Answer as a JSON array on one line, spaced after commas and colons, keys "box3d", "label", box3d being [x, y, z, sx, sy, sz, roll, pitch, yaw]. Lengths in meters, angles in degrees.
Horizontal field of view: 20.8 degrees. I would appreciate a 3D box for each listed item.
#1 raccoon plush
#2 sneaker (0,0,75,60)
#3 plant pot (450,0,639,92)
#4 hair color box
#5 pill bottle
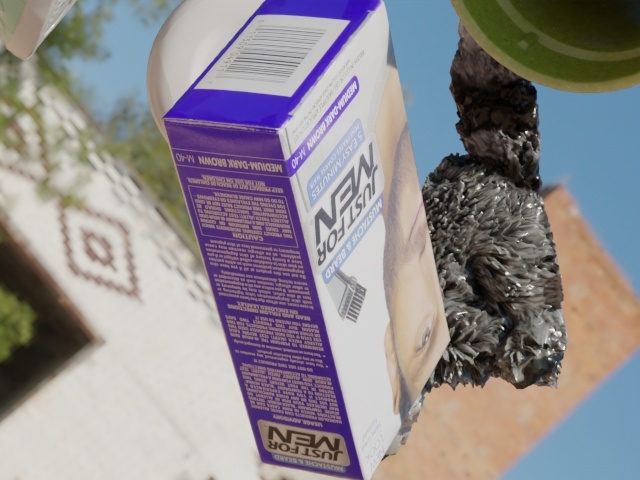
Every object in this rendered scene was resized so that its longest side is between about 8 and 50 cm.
[{"box3d": [0.069, -0.003, 1.750, 0.216, 0.299, 0.446, 126, -43, -85], "label": "raccoon plush"}, {"box3d": [-0.234, -0.235, 1.247, 0.151, 0.094, 0.256, 31, -27, 0], "label": "sneaker"}, {"box3d": [0.285, -0.303, 1.637, 0.276, 0.254, 0.276, 12, -65, 26], "label": "plant pot"}, {"box3d": [0.000, 0.000, 1.361, 0.110, 0.185, 0.339, 8, -49, 26], "label": "hair color box"}, {"box3d": [-0.063, -0.140, 1.647, 0.181, 0.181, 0.323, 50, 0, -2], "label": "pill bottle"}]
